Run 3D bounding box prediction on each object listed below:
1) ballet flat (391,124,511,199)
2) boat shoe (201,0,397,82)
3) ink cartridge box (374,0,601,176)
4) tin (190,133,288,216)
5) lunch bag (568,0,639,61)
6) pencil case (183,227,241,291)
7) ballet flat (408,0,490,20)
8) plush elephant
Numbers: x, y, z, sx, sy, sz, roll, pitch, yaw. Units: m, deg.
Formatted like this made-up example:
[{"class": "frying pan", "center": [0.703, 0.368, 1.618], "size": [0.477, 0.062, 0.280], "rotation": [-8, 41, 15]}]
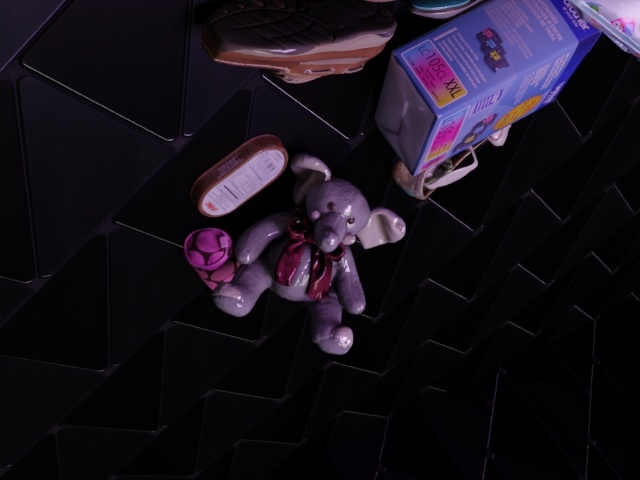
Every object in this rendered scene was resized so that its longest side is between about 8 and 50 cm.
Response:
[{"class": "ballet flat", "center": [0.303, -0.209, 1.792], "size": [0.348, 0.123, 0.123], "rotation": [-39, 151, 7]}, {"class": "boat shoe", "center": [-0.028, -0.288, 1.329], "size": [0.324, 0.123, 0.120], "rotation": [-12, 148, -34]}, {"class": "ink cartridge box", "center": [0.309, -0.302, 1.567], "size": [0.395, 0.151, 0.270], "rotation": [-30, 167, -12]}, {"class": "tin", "center": [-0.141, -0.112, 1.560], "size": [0.189, 0.040, 0.106], "rotation": [-37, 147, 4]}, {"class": "lunch bag", "center": [0.467, -0.430, 1.344], "size": [0.223, 0.262, 0.160], "rotation": [-51, -168, 21]}, {"class": "pencil case", "center": [-0.181, 0.049, 1.703], "size": [0.098, 0.095, 0.209], "rotation": [-7, 155, 14]}, {"class": "ballet flat", "center": [0.241, -0.401, 1.483], "size": [0.213, 0.072, 0.068], "rotation": [-27, 144, -17]}, {"class": "plush elephant", "center": [0.000, 0.000, 1.622], "size": [0.255, 0.271, 0.330], "rotation": [-57, -171, 41]}]
